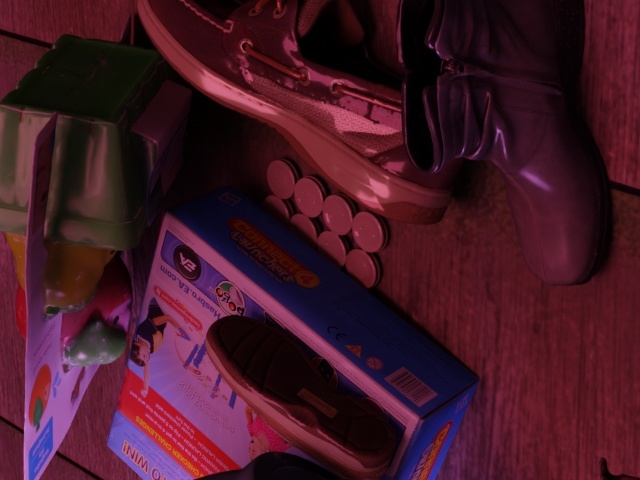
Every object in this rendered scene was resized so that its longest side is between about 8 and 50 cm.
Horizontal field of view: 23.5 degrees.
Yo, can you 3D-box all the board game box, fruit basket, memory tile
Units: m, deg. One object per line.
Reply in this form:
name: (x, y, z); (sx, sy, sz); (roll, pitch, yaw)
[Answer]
board game box: (-0.040, 0.159, 1.395); (0.308, 0.086, 0.302); (38, 131, 24)
fruit basket: (-0.207, 0.005, 1.417); (0.165, 0.327, 0.353); (4, 116, 8)
memory tile: (0.000, 0.000, 1.367); (0.148, 0.012, 0.113); (32, 127, 35)

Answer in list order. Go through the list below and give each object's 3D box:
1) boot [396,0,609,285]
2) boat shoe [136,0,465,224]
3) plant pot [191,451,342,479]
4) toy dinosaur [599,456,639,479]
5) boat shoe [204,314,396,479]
boot: (0.119, -0.070, 1.093); (0.083, 0.161, 0.247); (5, 109, 47)
boat shoe: (-0.010, -0.150, 1.249); (0.342, 0.123, 0.123); (40, 118, 30)
plant pot: (-0.041, 0.295, 1.227); (0.293, 0.293, 0.196); (47, 107, 25)
toy dinosaur: (0.296, 0.210, 1.057); (0.200, 0.127, 0.296); (-4, 124, 13)
boat shoe: (-0.025, 0.139, 1.266); (0.190, 0.068, 0.072); (40, 142, 23)
